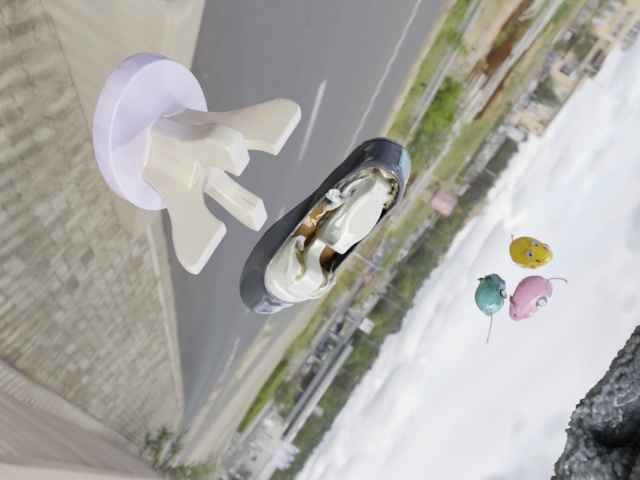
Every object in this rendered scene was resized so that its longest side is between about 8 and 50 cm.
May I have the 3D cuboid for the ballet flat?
[{"bbox_3d":[0.000,0.000,0.598,0.203,0.074,0.074,-47,177,19],"label":"ballet flat"}]

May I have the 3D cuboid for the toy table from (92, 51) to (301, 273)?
[{"bbox_3d":[-0.155,-0.100,0.906,0.252,0.161,0.274,-61,167,-4],"label":"toy table"}]

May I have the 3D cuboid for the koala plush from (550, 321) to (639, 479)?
[{"bbox_3d":[0.232,0.172,0.354,0.203,0.196,0.221,-52,-163,11],"label":"koala plush"}]

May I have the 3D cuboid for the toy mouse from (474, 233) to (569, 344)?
[{"bbox_3d":[0.225,0.058,0.861,0.143,0.031,0.161,-57,-160,-2],"label":"toy mouse"}]
